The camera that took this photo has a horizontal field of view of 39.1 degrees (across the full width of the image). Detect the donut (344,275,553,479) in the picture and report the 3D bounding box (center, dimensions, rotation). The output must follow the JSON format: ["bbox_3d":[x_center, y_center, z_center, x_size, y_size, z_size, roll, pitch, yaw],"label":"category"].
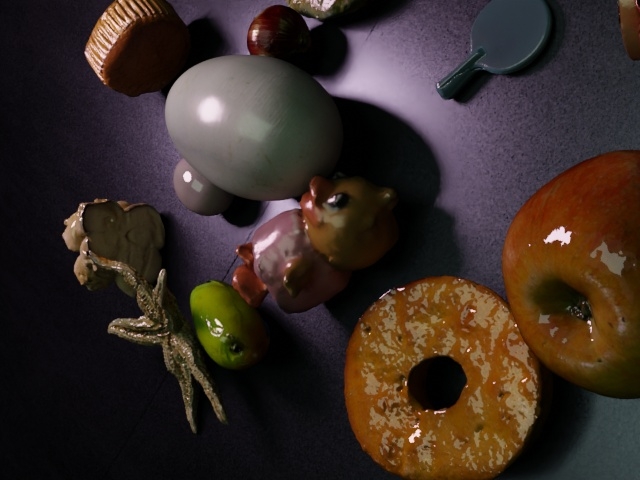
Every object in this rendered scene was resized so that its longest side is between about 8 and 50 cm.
[{"bbox_3d":[0.179,0.195,1.239,0.303,0.110,0.302,-6,80,37],"label":"donut"}]

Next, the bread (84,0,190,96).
[{"bbox_3d":[-0.342,-0.367,1.720,0.199,0.199,0.104,-50,57,21],"label":"bread"}]

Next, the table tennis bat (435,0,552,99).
[{"bbox_3d":[0.248,-0.281,1.317,0.201,0.033,0.124,-42,57,23],"label":"table tennis bat"}]

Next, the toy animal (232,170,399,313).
[{"bbox_3d":[0.004,0.001,1.384,0.281,0.169,0.195,-42,25,28],"label":"toy animal"}]

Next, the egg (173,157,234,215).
[{"bbox_3d":[-0.209,-0.101,1.613,0.135,0.103,0.103,45,111,37],"label":"egg"}]

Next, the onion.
[{"bbox_3d":[-0.070,-0.344,1.532,0.119,0.117,0.118,-1,86,23],"label":"onion"}]

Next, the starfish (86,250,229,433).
[{"bbox_3d":[-0.273,0.172,1.570,0.347,0.078,0.357,14,128,44],"label":"starfish"}]

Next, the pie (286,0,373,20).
[{"bbox_3d":[0.025,-0.500,1.509,0.277,0.078,0.277,-10,74,38],"label":"pie"}]

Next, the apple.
[{"bbox_3d":[0.346,0.035,1.025,0.302,0.301,0.301,-8,77,38],"label":"apple"}]

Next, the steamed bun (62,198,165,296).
[{"bbox_3d":[-0.391,0.017,1.708,0.106,0.177,0.192,-14,86,46],"label":"steamed bun"}]

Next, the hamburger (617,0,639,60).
[{"bbox_3d":[0.439,-0.292,1.079,0.137,0.175,0.175,3,84,33],"label":"hamburger"}]

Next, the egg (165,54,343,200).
[{"bbox_3d":[-0.117,-0.189,1.472,0.371,0.230,0.230,25,98,45],"label":"egg"}]

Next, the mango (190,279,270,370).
[{"bbox_3d":[-0.156,0.141,1.516,0.111,0.125,0.233,-31,27,-11],"label":"mango"}]
